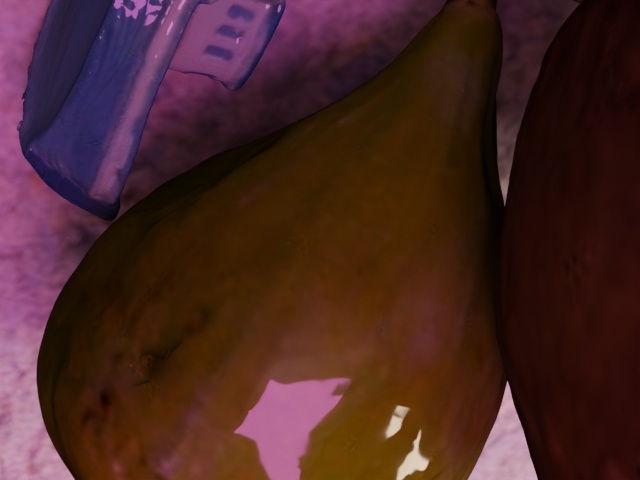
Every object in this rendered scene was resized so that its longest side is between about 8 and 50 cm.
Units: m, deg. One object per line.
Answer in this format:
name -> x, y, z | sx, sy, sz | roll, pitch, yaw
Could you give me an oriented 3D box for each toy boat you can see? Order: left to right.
toy boat -> -0.069, -0.096, 0.819 | 0.102, 0.088, 0.215 | 13, 124, -26

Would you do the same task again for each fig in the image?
fig -> -0.015, 0.020, 0.849 | 0.233, 0.233, 0.314 | 5, 120, -16

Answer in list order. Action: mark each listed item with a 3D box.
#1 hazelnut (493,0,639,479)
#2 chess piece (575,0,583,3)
hazelnut -> 0.268, 0.006, 0.756 | 0.421, 0.353, 0.420 | -19, 123, -31
chess piece -> 0.144, -0.153, 0.848 | 0.084, 0.038, 0.083 | -6, 132, -7
